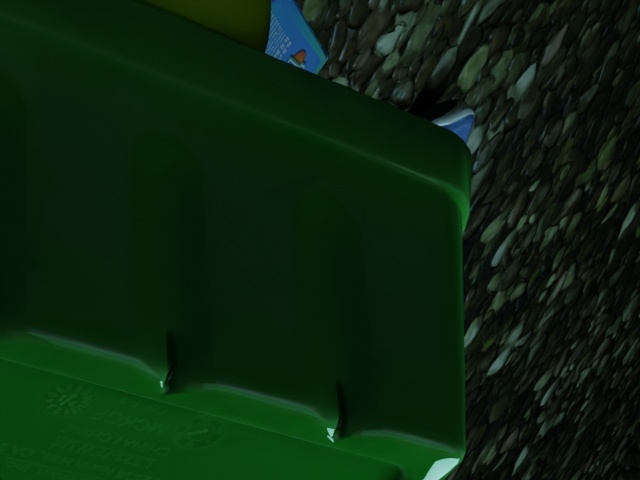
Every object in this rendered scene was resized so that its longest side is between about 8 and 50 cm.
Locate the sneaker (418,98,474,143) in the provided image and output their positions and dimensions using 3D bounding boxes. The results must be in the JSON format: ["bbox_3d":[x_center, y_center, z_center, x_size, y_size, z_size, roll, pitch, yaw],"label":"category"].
[{"bbox_3d":[0.078,-0.016,1.526,0.211,0.081,0.080,-63,157,11],"label":"sneaker"}]

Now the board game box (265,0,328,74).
[{"bbox_3d":[-0.079,-0.097,1.109,0.160,0.047,0.210,-55,159,-8],"label":"board game box"}]

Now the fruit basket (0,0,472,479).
[{"bbox_3d":[-0.126,-0.039,0.814,0.283,0.392,0.392,-48,166,30],"label":"fruit basket"}]
